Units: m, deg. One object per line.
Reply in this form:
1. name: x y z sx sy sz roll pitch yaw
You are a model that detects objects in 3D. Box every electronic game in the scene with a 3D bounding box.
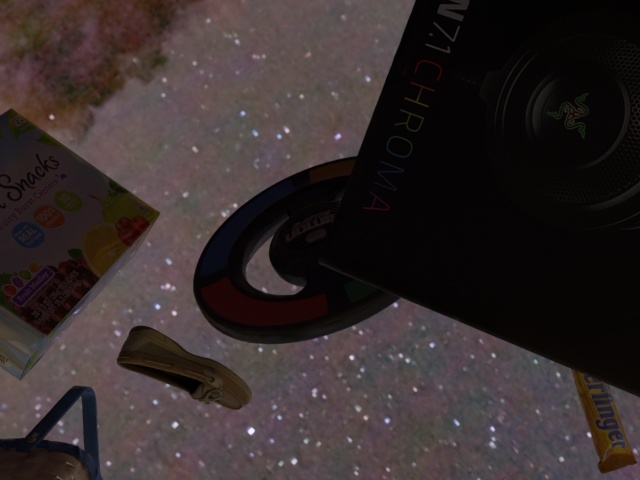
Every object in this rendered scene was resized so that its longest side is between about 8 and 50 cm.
1. electronic game: 0.000 0.000 0.717 0.229 0.048 0.229 -17 -146 12

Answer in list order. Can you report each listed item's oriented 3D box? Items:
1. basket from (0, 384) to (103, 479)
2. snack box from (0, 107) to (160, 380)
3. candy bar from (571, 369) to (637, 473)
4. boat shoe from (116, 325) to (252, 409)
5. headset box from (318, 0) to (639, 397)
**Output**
1. basket: -0.386 0.371 1.212 0.201 0.254 0.289 4 -163 17
2. snack box: -0.265 -0.006 0.746 0.070 0.174 0.207 -52 -176 33
3. candy bar: 0.276 0.153 0.867 0.040 0.161 0.018 -17 -179 -7
4. boat shoe: -0.146 0.148 0.931 0.056 0.153 0.048 -36 -154 47
5. headset box: 0.181 -0.048 0.465 0.246 0.283 0.131 -69 167 7
